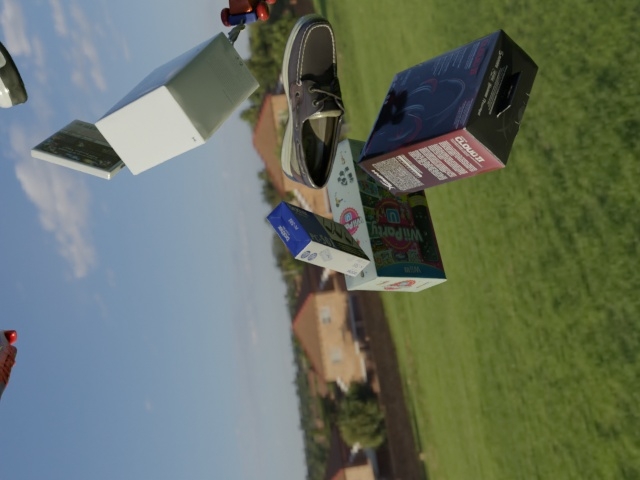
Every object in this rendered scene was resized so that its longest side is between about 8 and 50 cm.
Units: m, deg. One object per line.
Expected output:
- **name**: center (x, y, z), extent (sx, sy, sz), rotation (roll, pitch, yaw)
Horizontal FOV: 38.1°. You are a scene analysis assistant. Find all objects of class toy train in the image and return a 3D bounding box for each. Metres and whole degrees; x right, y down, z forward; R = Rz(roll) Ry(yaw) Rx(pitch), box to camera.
- **toy train**: center (-0.177, -0.529, 1.980), extent (0.248, 0.105, 0.143), rotation (-77, -25, -51)

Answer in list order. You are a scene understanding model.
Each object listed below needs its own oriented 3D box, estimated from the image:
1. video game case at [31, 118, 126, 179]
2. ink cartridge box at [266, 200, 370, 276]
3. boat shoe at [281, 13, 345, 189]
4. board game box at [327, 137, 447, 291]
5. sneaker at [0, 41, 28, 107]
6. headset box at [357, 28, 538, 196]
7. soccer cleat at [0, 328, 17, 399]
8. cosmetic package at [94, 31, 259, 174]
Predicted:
- **video game case**: center (-0.493, -0.199, 1.998), extent (0.173, 0.190, 0.022), rotation (-54, -22, -54)
- **ink cartridge box**: center (0.000, 0.000, 1.606), extent (0.207, 0.046, 0.097), rotation (20, -150, -57)
- **boat shoe**: center (-0.004, -0.219, 1.505), extent (0.092, 0.102, 0.285), rotation (35, 126, 48)
- **board game box**: center (0.133, -0.048, 1.961), extent (0.097, 0.224, 0.304), rotation (-26, 69, 42)
- **sneaker**: center (-0.782, -0.320, 1.789), extent (0.447, 0.257, 0.169), rotation (30, 146, 29)
- **headset box**: center (0.225, -0.214, 1.576), extent (0.293, 0.110, 0.218), rotation (-13, 47, 52)
- **soccer cleat**: center (-0.667, 0.256, 1.913), extent (0.248, 0.095, 0.083), rotation (-129, 35, -56)
- **cosmetic package**: center (-0.282, -0.269, 1.826), extent (0.138, 0.224, 0.225), rotation (54, -137, -21)
